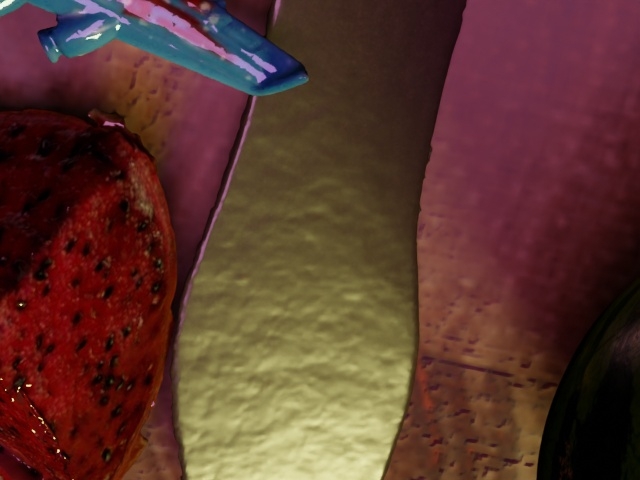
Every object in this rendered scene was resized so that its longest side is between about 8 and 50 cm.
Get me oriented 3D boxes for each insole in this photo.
[{"bbox_3d":[0.000,0.000,0.768,0.111,0.007,0.327,5,110,-18],"label":"insole"}]

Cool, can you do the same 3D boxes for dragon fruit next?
[{"bbox_3d":[-0.127,0.028,0.767,0.121,0.127,0.161,21,147,37],"label":"dragon fruit"}]

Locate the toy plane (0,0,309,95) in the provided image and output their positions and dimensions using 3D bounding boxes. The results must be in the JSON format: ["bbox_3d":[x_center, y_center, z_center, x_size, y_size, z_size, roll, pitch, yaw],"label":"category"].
[{"bbox_3d":[-0.109,-0.153,0.677,0.271,0.105,0.254,-21,108,10],"label":"toy plane"}]

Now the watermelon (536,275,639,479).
[{"bbox_3d":[0.216,0.097,0.687,0.269,0.269,0.269,1,111,2],"label":"watermelon"}]
